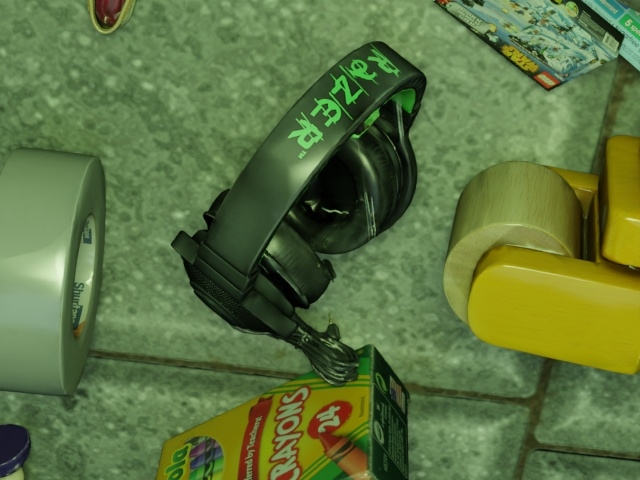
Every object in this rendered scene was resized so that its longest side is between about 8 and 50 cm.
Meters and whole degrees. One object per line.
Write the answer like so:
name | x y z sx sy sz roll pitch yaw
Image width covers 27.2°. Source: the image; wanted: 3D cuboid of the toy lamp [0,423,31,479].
toy lamp | -0.314 0.332 1.464 0.080 0.080 0.275 -9 122 8

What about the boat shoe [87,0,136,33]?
boat shoe | -0.170 -0.237 1.117 0.050 0.045 0.135 8 122 -2

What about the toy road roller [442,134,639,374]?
toy road roller | 0.280 -0.031 1.117 0.329 0.202 0.241 9 119 6

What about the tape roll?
tape roll | -0.245 0.028 1.186 0.072 0.219 0.219 5 122 -2

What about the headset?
headset | 0.000 0.000 1.155 0.185 0.243 0.394 39 150 8

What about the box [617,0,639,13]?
box | 0.400 -0.221 0.978 0.307 0.076 0.242 29 128 1

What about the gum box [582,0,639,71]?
gum box | 0.295 -0.240 1.096 0.157 0.041 0.184 36 118 -18

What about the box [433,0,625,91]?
box | 0.174 -0.187 1.115 0.137 0.027 0.094 35 153 -18

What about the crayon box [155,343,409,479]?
crayon box | -0.065 0.250 1.327 0.318 0.202 0.081 -28 116 18
